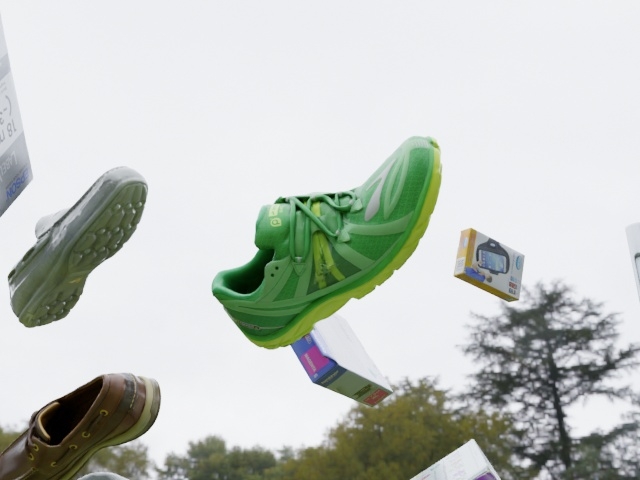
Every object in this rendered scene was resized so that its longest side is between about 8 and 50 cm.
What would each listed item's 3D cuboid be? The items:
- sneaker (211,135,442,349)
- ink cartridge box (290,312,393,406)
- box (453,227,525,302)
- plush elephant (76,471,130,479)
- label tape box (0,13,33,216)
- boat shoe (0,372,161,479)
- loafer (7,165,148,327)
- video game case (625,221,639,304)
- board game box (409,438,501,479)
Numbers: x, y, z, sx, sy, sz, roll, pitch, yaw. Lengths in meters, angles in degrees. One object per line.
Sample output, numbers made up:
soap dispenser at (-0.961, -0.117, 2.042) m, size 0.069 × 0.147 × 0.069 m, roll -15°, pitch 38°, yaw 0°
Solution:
sneaker at (0.000, 0.000, 0.648) m, size 0.123 × 0.109 × 0.295 m, roll 39°, pitch -66°, yaw -21°
ink cartridge box at (0.010, 0.184, 1.149) m, size 0.065 × 0.186 × 0.311 m, roll -38°, pitch -33°, yaw 5°
box at (0.276, 0.043, 1.036) m, size 0.136 × 0.081 × 0.028 m, roll 23°, pitch -23°, yaw -21°
plush elephant at (-0.326, 0.492, 0.977) m, size 0.330 × 0.272 × 0.255 m, roll 26°, pitch -46°, yaw 32°
label tape box at (-0.390, -0.054, 0.642) m, size 0.106 × 0.240 × 0.334 m, roll 8°, pitch -52°, yaw 0°
boat shoe at (-0.218, 0.159, 0.547) m, size 0.178 × 0.064 × 0.060 m, roll -32°, pitch -43°, yaw 16°
loafer at (-0.359, 0.000, 0.925) m, size 0.319 × 0.111 × 0.112 m, roll -44°, pitch -15°, yaw 25°
video game case at (0.495, 0.113, 0.891) m, size 0.026 × 0.206 × 0.227 m, roll -27°, pitch -50°, yaw 38°
board game box at (0.060, 0.313, 0.550) m, size 0.275 × 0.142 × 0.144 m, roll -34°, pitch -12°, yaw 3°
